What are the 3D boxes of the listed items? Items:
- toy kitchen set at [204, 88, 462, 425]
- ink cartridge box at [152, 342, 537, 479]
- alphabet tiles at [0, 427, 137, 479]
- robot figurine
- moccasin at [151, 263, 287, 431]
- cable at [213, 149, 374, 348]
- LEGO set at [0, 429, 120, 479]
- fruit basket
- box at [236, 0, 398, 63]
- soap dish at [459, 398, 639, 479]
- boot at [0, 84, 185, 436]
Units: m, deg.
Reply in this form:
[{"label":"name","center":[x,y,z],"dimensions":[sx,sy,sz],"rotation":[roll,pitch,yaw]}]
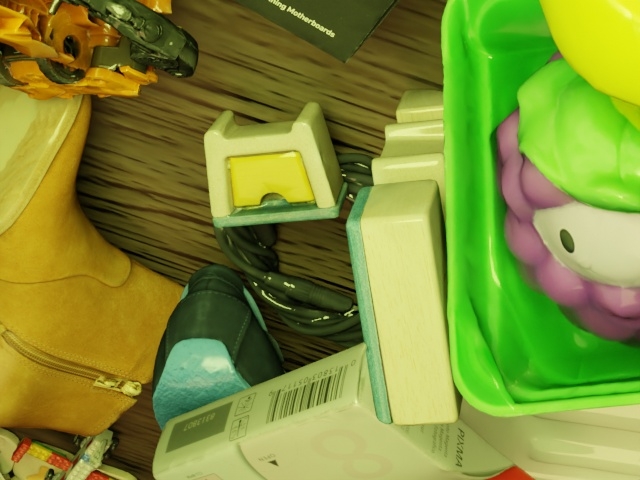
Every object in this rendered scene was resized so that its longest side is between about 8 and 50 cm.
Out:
[{"label":"toy kitchen set","center":[0.002,0.007,0.941],"dimensions":[0.166,0.207,0.122],"rotation":[-5,113,13]},{"label":"ink cartridge box","center":[0.033,0.172,1.094],"dimensions":[0.189,0.066,0.232],"rotation":[-25,124,37]},{"label":"alphabet tiles","center":[-0.276,0.266,1.545],"dimensions":[0.284,0.021,0.278],"rotation":[20,142,-6]},{"label":"robot figurine","center":[-0.198,-0.143,0.884],"dimensions":[0.211,0.085,0.291],"rotation":[2,172,35]},{"label":"moccasin","center":[-0.049,0.142,1.239],"dimensions":[0.137,0.117,0.342],"rotation":[4,146,2]},{"label":"cable","center":[0.000,0.000,1.111],"dimensions":[0.150,0.047,0.184],"rotation":[-7,133,38]},{"label":"LEGO set","center":[-0.241,0.238,1.448],"dimensions":[0.182,0.060,0.244],"rotation":[-8,130,16]},{"label":"fruit basket","center":[0.213,-0.072,0.753],"dimensions":[0.392,0.283,0.392],"rotation":[-1,165,0]},{"label":"box","center":[-0.054,-0.249,0.794],"dimensions":[0.307,0.076,0.242],"rotation":[28,140,-13]},{"label":"soap dish","center":[0.191,0.125,1.128],"dimensions":[0.229,0.118,0.291],"rotation":[7,141,12]},{"label":"boot","center":[-0.171,0.012,1.142],"dimensions":[0.211,0.104,0.295],"rotation":[14,119,-41]}]
